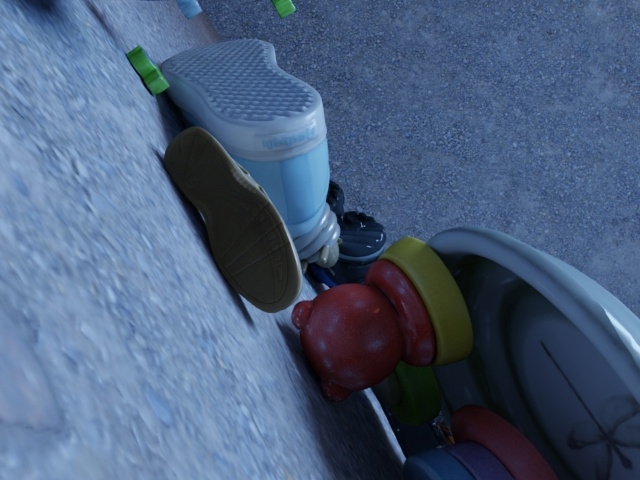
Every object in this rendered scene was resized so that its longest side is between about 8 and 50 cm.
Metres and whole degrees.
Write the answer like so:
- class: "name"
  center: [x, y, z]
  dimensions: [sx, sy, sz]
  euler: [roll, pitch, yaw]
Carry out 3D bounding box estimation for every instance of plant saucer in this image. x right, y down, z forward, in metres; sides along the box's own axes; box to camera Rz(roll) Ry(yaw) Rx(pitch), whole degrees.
- class: "plant saucer"
  center: [0.220, 0.158, 0.609]
  dimensions: [0.400, 0.100, 0.400]
  euler: [57, -17, 28]

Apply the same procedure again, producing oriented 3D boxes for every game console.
- class: "game console"
  center: [0.118, 0.262, 0.916]
  dimensions: [0.122, 0.071, 0.107]
  euler: [-116, -158, -54]

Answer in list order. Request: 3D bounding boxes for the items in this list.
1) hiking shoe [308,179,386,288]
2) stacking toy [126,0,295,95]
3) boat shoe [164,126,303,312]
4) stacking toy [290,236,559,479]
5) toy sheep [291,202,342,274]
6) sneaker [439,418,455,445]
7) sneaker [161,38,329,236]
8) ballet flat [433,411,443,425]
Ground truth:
- class: "hiking shoe"
  center: [0.000, 0.000, 1.081]
  dimensions: [0.304, 0.113, 0.132]
  euler: [-128, -147, -60]
- class: "stacking toy"
  center: [-0.150, -0.268, 0.674]
  dimensions: [0.221, 0.167, 0.052]
  euler: [57, 4, -18]
- class: "boat shoe"
  center: [-0.059, -0.016, 0.567]
  dimensions: [0.170, 0.063, 0.059]
  euler: [58, 10, 22]
- class: "stacking toy"
  center: [0.077, 0.183, 0.684]
  dimensions: [0.309, 0.130, 0.279]
  euler: [63, -17, 14]
- class: "toy sheep"
  center: [-0.025, -0.017, 0.855]
  dimensions: [0.132, 0.091, 0.091]
  euler: [50, 7, -24]
- class: "sneaker"
  center: [0.280, 0.328, 1.372]
  dimensions: [0.180, 0.124, 0.321]
  euler: [61, -1, 36]
- class: "sneaker"
  center: [-0.088, -0.116, 0.783]
  dimensions: [0.366, 0.135, 0.150]
  euler: [-120, -159, -58]
- class: "ballet flat"
  center: [0.157, 0.258, 1.285]
  dimensions: [0.057, 0.049, 0.173]
  euler: [14, 30, -42]
